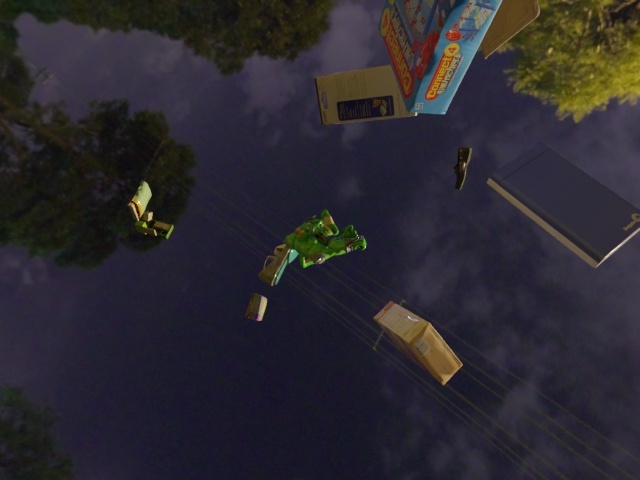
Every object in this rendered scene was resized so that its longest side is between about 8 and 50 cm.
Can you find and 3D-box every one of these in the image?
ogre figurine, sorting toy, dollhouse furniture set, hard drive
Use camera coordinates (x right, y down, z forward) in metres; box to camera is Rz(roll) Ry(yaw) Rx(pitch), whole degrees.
[{"bbox_3d":[0.000,0.000,0.992,0.118,0.097,0.197,-28,-131,-25],"label":"ogre figurine"},{"bbox_3d":[0.531,-0.725,1.319,0.041,0.229,0.307,-1,-102,-20],"label":"sorting toy"},{"bbox_3d":[-0.395,-0.061,1.066,0.058,0.152,0.076,16,-123,3],"label":"dollhouse furniture set"},{"bbox_3d":[0.604,-0.100,1.115,0.210,0.040,0.319,-31,-119,-21],"label":"hard drive"}]

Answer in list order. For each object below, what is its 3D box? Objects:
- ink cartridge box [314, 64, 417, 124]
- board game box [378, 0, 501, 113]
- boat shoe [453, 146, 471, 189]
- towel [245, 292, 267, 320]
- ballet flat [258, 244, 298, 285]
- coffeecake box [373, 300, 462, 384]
[{"bbox_3d":[0.151,-0.480,1.489,0.332,0.165,0.065,1,-155,23],"label":"ink cartridge box"},{"bbox_3d":[0.223,-0.467,0.885,0.086,0.302,0.308,0,-124,-13],"label":"board game box"},{"bbox_3d":[0.433,-0.223,1.403,0.042,0.133,0.049,8,-159,6],"label":"boat shoe"},{"bbox_3d":[-0.149,0.156,1.061,0.009,0.083,0.060,12,-101,18],"label":"towel"},{"bbox_3d":[-0.120,0.050,1.363,0.068,0.072,0.213,23,-138,10],"label":"ballet flat"},{"bbox_3d":[0.225,0.236,1.072,0.068,0.142,0.185,-42,-163,-8],"label":"coffeecake box"}]
